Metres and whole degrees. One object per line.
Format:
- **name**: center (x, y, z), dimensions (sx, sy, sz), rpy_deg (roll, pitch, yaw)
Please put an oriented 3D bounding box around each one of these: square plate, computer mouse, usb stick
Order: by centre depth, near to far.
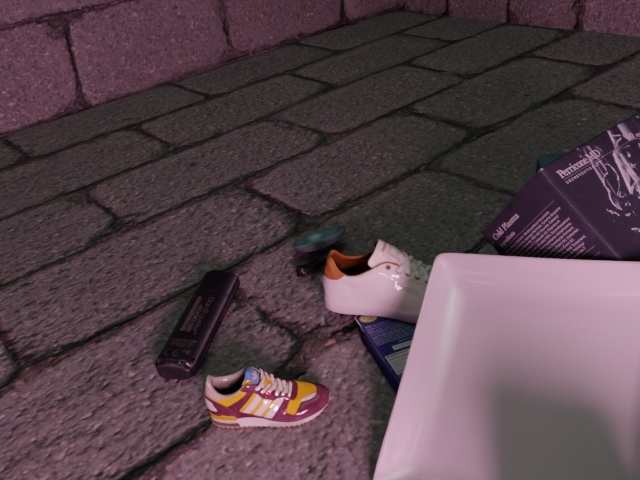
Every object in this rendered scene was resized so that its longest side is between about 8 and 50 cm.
- **square plate**: center (0.260, 0.183, 0.811), dimensions (0.343, 0.049, 0.348), rpy_deg (2, 63, 39)
- **usb stick**: center (-0.214, 0.143, 1.172), dimensions (0.077, 0.045, 0.278), rpy_deg (6, 32, 8)
- **computer mouse**: center (0.039, 0.068, 1.248), dimensions (0.106, 0.042, 0.193), rpy_deg (-24, 34, -29)

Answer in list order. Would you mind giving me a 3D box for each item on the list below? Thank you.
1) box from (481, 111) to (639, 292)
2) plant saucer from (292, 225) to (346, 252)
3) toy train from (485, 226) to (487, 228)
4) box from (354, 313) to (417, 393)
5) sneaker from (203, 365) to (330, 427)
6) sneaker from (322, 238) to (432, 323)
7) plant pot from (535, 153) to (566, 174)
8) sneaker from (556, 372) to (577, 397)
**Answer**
- **box**: center (0.481, -0.002, 0.963), dimensions (0.343, 0.179, 0.313), rpy_deg (-28, 71, -29)
- **plant saucer**: center (0.000, 0.000, 1.359), dimensions (0.119, 0.021, 0.119), rpy_deg (-20, 9, 3)
- **toy train**: center (0.367, 0.012, 1.290), dimensions (0.036, 0.027, 0.158), rpy_deg (-15, 31, -7)
- **box**: center (0.156, 0.174, 1.049), dimensions (0.136, 0.037, 0.225), rpy_deg (-14, 31, -13)
- **sneaker**: center (-0.079, 0.225, 0.964), dimensions (0.185, 0.084, 0.070), rpy_deg (-8, 30, -1)
- **sneaker**: center (0.143, 0.063, 1.091), dimensions (0.289, 0.123, 0.106), rpy_deg (0, 27, 11)
- **plant pot**: center (0.499, -0.030, 1.209), dimensions (0.165, 0.166, 0.234), rpy_deg (-2, 38, 8)
- **sneaker**: center (0.320, 0.200, 0.902), dimensions (0.130, 0.112, 0.297), rpy_deg (11, 36, -35)
